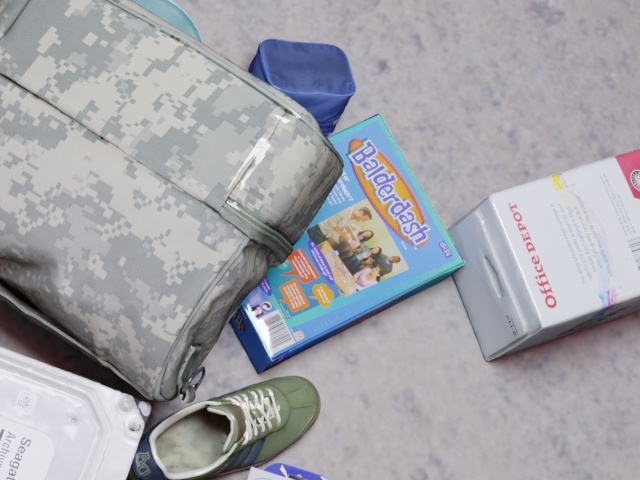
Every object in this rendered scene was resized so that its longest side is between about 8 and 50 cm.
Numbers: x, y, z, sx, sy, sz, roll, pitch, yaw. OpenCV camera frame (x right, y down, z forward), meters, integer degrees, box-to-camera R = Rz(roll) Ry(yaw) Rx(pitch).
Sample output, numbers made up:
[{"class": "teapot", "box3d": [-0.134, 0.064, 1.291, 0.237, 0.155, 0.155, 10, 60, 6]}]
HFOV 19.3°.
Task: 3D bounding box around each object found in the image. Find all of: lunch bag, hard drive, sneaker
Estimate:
[{"class": "lunch bag", "box3d": [-0.170, -0.045, 1.497, 0.305, 0.212, 0.256, 33, 86, 8]}, {"class": "lunch bag", "box3d": [-0.025, -0.134, 1.678, 0.098, 0.065, 0.067, 4, 50, -20]}, {"class": "hard drive", "box3d": [-0.326, 0.176, 1.441, 0.339, 0.064, 0.237, 23, 79, -12]}, {"class": "sneaker", "box3d": [-0.074, 0.158, 1.548, 0.192, 0.086, 0.064, -21, 80, -24]}]

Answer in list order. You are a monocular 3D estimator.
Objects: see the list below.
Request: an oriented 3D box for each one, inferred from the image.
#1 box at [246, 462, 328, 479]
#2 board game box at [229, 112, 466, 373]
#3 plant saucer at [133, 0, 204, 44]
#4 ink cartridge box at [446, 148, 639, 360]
[{"class": "box", "box3d": [-0.035, 0.249, 1.552, 0.081, 0.028, 0.136, 16, 68, 5]}, {"class": "board game box", "box3d": [0.000, 0.000, 1.651, 0.210, 0.047, 0.160, -25, 81, -24]}, {"class": "plant saucer", "box3d": [-0.162, -0.165, 1.666, 0.119, 0.021, 0.119, 6, 70, -17]}, {"class": "ink cartridge box", "box3d": [0.220, 0.013, 1.678, 0.176, 0.127, 0.128, -16, 78, -24]}]
